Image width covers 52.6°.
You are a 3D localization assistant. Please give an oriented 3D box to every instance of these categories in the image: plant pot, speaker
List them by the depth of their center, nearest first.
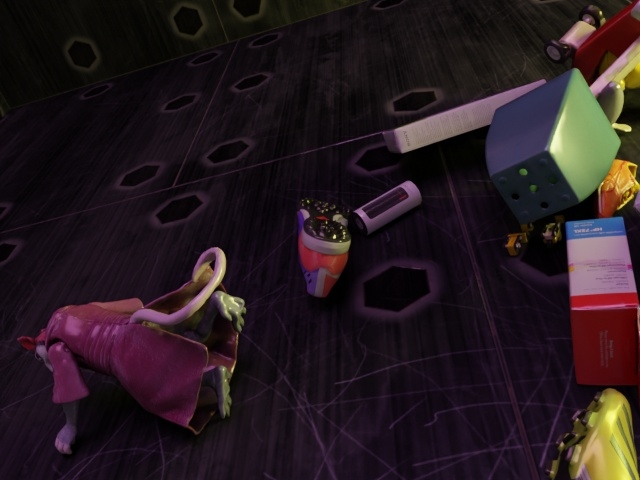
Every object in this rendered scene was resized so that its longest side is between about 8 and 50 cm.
[{"bbox_3d":[0.380,-0.145,1.093,0.165,0.166,0.234,-25,18,40],"label":"plant pot"},{"bbox_3d":[0.132,-0.064,1.276,0.136,0.055,0.055,-30,33,-16],"label":"speaker"}]

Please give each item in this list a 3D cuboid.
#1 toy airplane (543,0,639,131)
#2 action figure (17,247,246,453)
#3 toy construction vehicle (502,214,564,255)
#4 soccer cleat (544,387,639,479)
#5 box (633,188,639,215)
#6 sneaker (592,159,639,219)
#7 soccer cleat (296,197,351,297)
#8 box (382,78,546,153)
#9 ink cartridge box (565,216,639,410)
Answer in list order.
[{"bbox_3d":[0.646,-0.378,1.266,0.386,0.272,0.384,-39,4,35],"label":"toy airplane"},{"bbox_3d":[-0.313,0.165,0.991,0.369,0.276,0.248,6,44,13],"label":"action figure"},{"bbox_3d":[0.362,-0.009,1.091,0.085,0.035,0.098,-9,29,37],"label":"toy construction vehicle"},{"bbox_3d":[0.296,0.276,0.661,0.121,0.094,0.289,26,42,11],"label":"soccer cleat"},{"bbox_3d":[0.591,-0.110,0.897,0.231,0.127,0.262,-37,3,44],"label":"box"},{"bbox_3d":[0.503,-0.086,1.099,0.067,0.064,0.175,13,46,27],"label":"sneaker"},{"bbox_3d":[0.000,0.000,1.215,0.108,0.117,0.318,10,16,-4],"label":"soccer cleat"},{"bbox_3d":[0.304,-0.265,1.409,0.321,0.059,0.232,-17,8,3],"label":"box"},{"bbox_3d":[0.364,0.090,0.835,0.077,0.134,0.231,-5,34,22],"label":"ink cartridge box"}]
